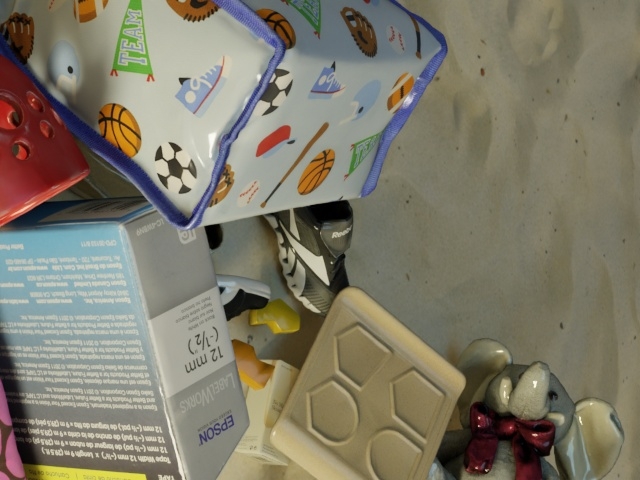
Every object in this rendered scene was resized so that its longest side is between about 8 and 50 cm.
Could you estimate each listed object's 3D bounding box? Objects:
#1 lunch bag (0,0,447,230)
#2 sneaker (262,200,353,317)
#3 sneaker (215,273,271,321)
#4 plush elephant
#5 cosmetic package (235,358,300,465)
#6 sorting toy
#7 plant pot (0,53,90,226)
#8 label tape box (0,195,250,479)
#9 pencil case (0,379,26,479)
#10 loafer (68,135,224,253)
[{"bbox_3d":[-0.124,-0.216,1.507,0.328,0.385,0.239,-8,132,-58],"label":"lunch bag"},{"bbox_3d":[0.000,0.000,1.916,0.078,0.106,0.234,-47,124,-41],"label":"sneaker"},{"bbox_3d":[-0.149,0.094,1.754,0.217,0.079,0.121,8,85,-43],"label":"sneaker"},{"bbox_3d":[0.257,0.266,2.109,0.330,0.271,0.255,70,41,-75],"label":"plush elephant"},{"bbox_3d":[-0.057,0.203,1.885,0.060,0.041,0.115,30,65,-46],"label":"cosmetic package"},{"bbox_3d":[0.023,0.173,1.899,0.307,0.041,0.229,40,58,-19],"label":"sorting toy"},{"bbox_3d":[-0.311,-0.084,1.324,0.191,0.191,0.174,-33,98,-48],"label":"plant pot"},{"bbox_3d":[-0.203,0.136,1.535,0.115,0.249,0.348,-30,111,-48],"label":"label tape box"},{"bbox_3d":[-0.333,0.196,1.500,0.098,0.095,0.209,-21,103,-35],"label":"pencil case"},{"bbox_3d":[-0.189,-0.067,1.689,0.268,0.092,0.102,46,54,-41],"label":"loafer"}]
